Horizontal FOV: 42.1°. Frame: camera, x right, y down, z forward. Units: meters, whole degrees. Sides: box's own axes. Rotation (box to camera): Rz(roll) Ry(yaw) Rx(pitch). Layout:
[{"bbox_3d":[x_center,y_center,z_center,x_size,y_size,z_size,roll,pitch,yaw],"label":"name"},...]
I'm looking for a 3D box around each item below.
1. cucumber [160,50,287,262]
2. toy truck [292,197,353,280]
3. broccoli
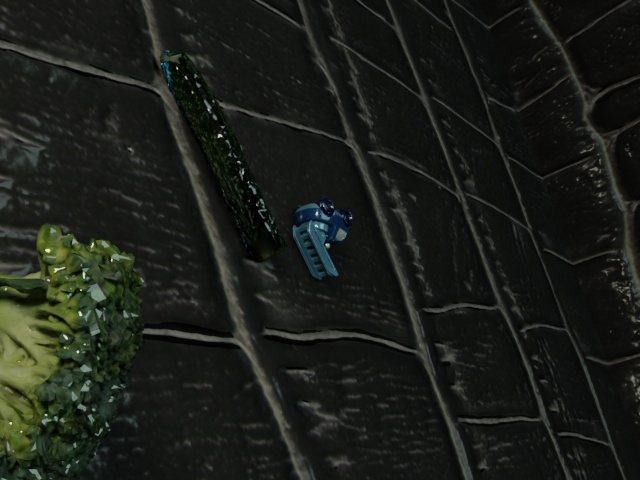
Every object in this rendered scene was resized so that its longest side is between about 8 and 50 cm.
[{"bbox_3d":[-0.108,-0.097,0.917,0.256,0.043,0.044,63,24,-1],"label":"cucumber"},{"bbox_3d":[0.000,0.000,1.014,0.073,0.056,0.090,28,58,-42],"label":"toy truck"},{"bbox_3d":[-0.251,0.007,0.471,0.252,0.221,0.361,-18,81,-27],"label":"broccoli"}]
